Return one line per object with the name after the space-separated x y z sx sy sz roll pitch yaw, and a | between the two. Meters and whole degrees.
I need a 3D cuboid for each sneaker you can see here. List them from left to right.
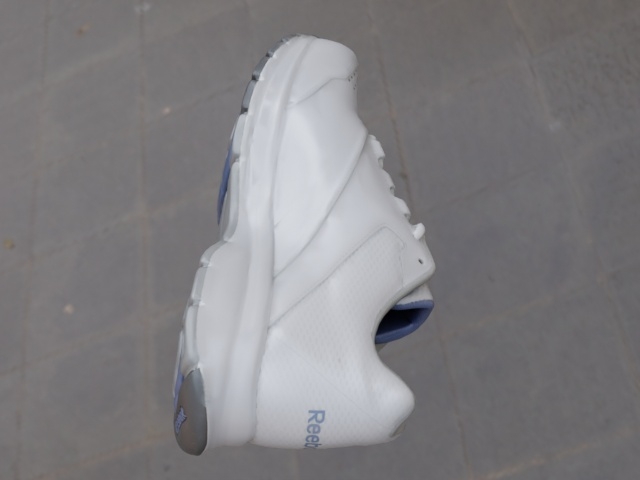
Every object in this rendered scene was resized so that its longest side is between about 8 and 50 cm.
0.000 0.000 0.699 0.129 0.111 0.297 10 51 -2 | sneaker
